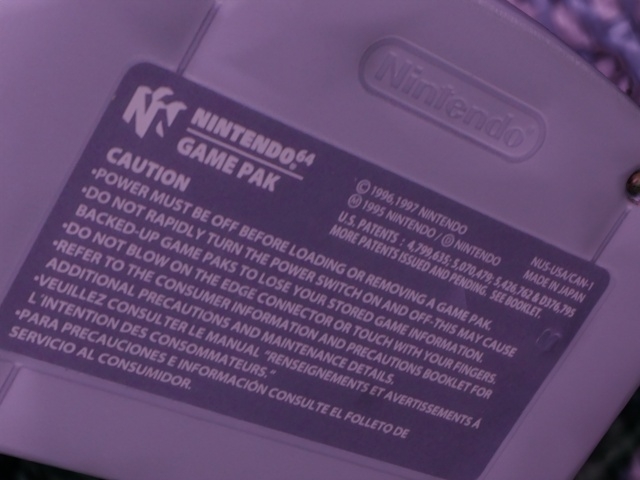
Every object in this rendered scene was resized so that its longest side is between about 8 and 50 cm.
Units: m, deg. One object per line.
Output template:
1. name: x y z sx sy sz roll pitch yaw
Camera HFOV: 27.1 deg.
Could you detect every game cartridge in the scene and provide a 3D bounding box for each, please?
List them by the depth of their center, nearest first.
1. game cartridge: 0.000 0.000 0.441 0.196 0.294 0.060 -56 35 17
